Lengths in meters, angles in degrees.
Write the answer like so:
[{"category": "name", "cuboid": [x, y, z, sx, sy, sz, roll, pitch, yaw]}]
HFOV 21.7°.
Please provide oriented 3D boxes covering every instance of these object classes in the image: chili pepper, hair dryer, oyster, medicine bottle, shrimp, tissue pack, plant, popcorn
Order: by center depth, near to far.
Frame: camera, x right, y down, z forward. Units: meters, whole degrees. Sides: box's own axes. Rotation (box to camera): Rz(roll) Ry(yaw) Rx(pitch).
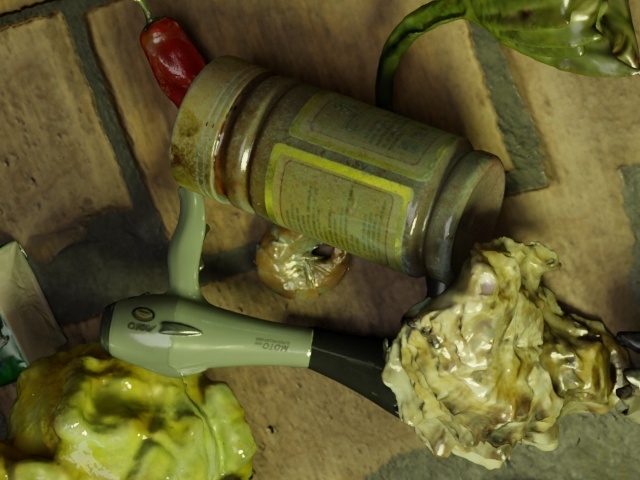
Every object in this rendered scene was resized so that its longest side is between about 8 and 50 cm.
[{"category": "plant", "cuboid": [0.152, -0.217, 1.619, 0.333, 0.180, 0.251, -20, 113, 22]}, {"category": "oyster", "cuboid": [0.187, 0.117, 1.686, 0.238, 0.351, 0.115, -43, 52, -11]}, {"category": "medicine bottle", "cuboid": [0.018, -0.072, 1.723, 0.322, 0.151, 0.151, 22, 114, 22]}, {"category": "hair dryer", "cuboid": [-0.094, 0.038, 1.826, 0.229, 0.092, 0.267, 23, 82, 4]}, {"category": "hair dryer", "cuboid": [0.097, 0.059, 1.826, 0.235, 0.091, 0.271, 17, 101, 25]}, {"category": "chili pepper", "cuboid": [-0.153, -0.190, 1.827, 0.059, 0.050, 0.191, -21, 112, 22]}, {"category": "shrimp", "cuboid": [0.000, 0.000, 1.842, 0.099, 0.041, 0.180, 46, 116, -1]}, {"category": "popcorn", "cuboid": [-0.235, 0.246, 1.881, 0.335, 0.279, 0.274, 38, 156, 0]}, {"category": "tissue pack", "cuboid": [-0.441, 0.117, 1.981, 0.209, 0.156, 0.148, -20, 103, 24]}]

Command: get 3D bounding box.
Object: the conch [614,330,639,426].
[{"category": "conch", "cuboid": [0.440, 0.182, 1.689, 0.313, 0.186, 0.240, 23, 130, -5]}]
